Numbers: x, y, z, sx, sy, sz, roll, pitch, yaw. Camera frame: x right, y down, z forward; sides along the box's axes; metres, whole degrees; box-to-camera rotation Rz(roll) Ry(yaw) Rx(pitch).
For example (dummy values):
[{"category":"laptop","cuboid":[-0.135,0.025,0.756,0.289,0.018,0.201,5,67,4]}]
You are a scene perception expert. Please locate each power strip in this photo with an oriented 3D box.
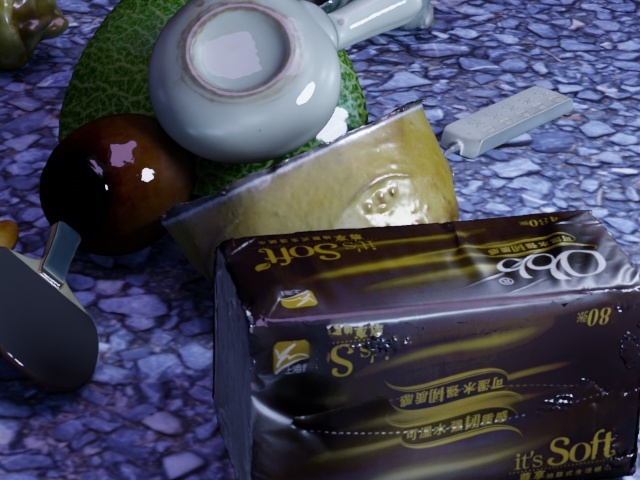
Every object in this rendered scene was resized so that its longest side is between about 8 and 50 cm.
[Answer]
[{"category":"power strip","cuboid":[0.237,-0.152,2.126,0.060,0.027,0.252,25,36,36]}]

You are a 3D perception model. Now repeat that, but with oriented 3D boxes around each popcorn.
[{"category":"popcorn","cuboid":[-0.481,-0.340,2.242,0.259,0.212,0.259,-5,30,3]}]

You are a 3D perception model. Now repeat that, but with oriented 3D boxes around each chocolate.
[{"category":"chocolate","cuboid":[-0.212,-0.062,1.799,0.176,0.177,0.177,2,28,-1]}]

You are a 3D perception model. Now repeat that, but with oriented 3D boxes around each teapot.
[{"category":"teapot","cuboid":[-0.028,-0.187,1.782,0.318,0.149,0.220,-11,65,-4]}]

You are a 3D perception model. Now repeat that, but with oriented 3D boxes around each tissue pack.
[{"category":"tissue pack","cuboid":[0.098,0.102,1.471,0.369,0.210,0.198,-6,24,-12]}]

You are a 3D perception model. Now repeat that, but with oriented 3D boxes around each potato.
[{"category":"potato","cuboid":[0.000,0.000,1.678,0.299,0.196,0.246,-22,1,15]}]

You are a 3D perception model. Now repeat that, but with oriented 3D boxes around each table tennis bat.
[{"category":"table tennis bat","cuboid":[-0.274,0.053,1.625,0.154,0.021,0.274,42,21,-17]}]

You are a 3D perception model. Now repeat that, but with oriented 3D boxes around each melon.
[{"category":"melon","cuboid":[-0.101,-0.169,1.959,0.343,0.226,0.331,20,59,39]}]

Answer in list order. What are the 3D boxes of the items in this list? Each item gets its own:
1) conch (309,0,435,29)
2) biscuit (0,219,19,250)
[{"category":"conch","cuboid":[0.046,-0.386,2.411,0.277,0.195,0.220,27,51,-2]},{"category":"biscuit","cuboid":[-0.438,0.018,1.739,0.207,0.047,0.164,8,32,9]}]
